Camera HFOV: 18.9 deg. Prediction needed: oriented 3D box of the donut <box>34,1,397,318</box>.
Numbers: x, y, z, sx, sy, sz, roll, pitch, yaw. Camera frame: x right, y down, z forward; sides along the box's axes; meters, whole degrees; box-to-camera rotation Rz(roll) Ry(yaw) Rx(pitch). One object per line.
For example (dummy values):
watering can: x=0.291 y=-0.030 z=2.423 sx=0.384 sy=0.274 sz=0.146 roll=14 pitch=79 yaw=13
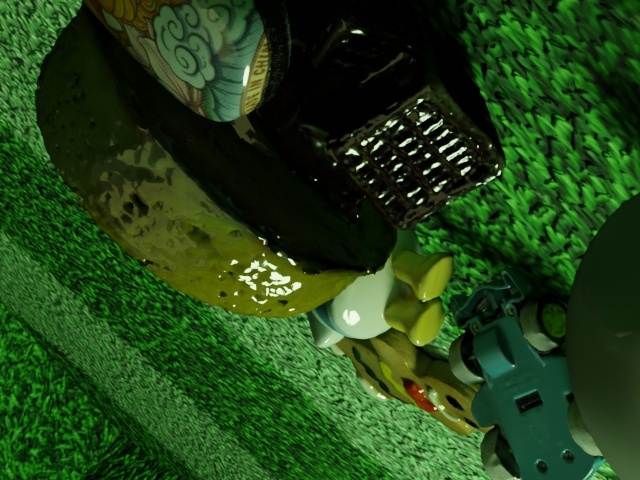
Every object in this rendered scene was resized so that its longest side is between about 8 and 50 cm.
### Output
donut: x=-0.074 y=-0.056 z=1.258 sx=0.272 sy=0.107 sz=0.272 roll=35 pitch=-152 yaw=-22

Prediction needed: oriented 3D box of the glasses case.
glasses case: x=-0.126 y=-0.206 z=1.133 sx=0.321 sy=0.082 sz=0.122 roll=52 pitch=156 yaw=18

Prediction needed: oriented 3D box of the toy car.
toy car: x=0.168 y=0.097 z=1.396 sx=0.126 sy=0.098 sz=0.161 roll=-33 pitch=76 yaw=49

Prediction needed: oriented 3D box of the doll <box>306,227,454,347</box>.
doll: x=0.001 y=-0.001 z=1.468 sx=0.241 sy=0.099 sz=0.135 roll=37 pitch=158 yaw=47

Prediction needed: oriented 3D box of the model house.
model house: x=0.029 y=-0.087 z=1.128 sx=0.165 sy=0.106 sz=0.152 roll=44 pitch=168 yaw=-29

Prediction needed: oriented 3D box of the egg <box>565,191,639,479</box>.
egg: x=0.219 y=0.067 z=0.939 sx=0.176 sy=0.176 sz=0.232 roll=23 pitch=158 yaw=52

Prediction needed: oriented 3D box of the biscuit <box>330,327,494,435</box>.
biscuit: x=0.084 y=0.130 z=1.791 sx=0.158 sy=0.035 sz=0.240 roll=47 pitch=166 yaw=-31
